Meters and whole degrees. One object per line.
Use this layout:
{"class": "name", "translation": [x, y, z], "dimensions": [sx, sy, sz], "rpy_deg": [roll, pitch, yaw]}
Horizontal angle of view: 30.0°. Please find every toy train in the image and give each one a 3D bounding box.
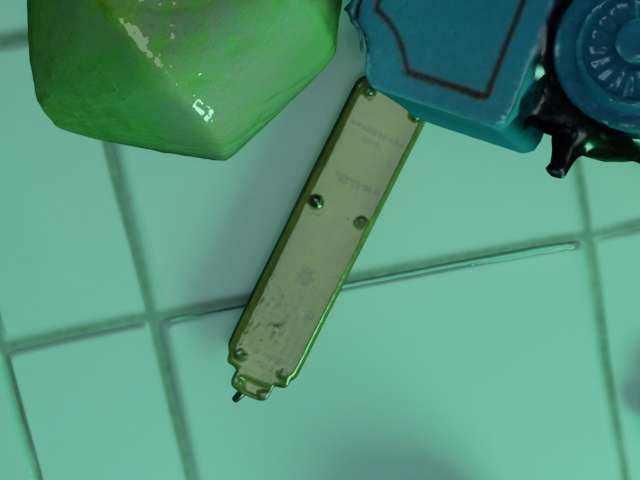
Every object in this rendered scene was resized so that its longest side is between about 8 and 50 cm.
{"class": "toy train", "translation": [0.171, -0.196, 0.821], "dimensions": [0.265, 0.188, 0.300], "rpy_deg": [21, 93, 17]}

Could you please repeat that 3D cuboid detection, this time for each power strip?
{"class": "power strip", "translation": [0.000, 0.000, 0.970], "dimensions": [0.064, 0.044, 0.305], "rpy_deg": [25, 100, -7]}

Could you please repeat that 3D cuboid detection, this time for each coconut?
{"class": "coconut", "translation": [-0.103, -0.161, 0.846], "dimensions": [0.236, 0.204, 0.236], "rpy_deg": [-7, 109, -20]}
